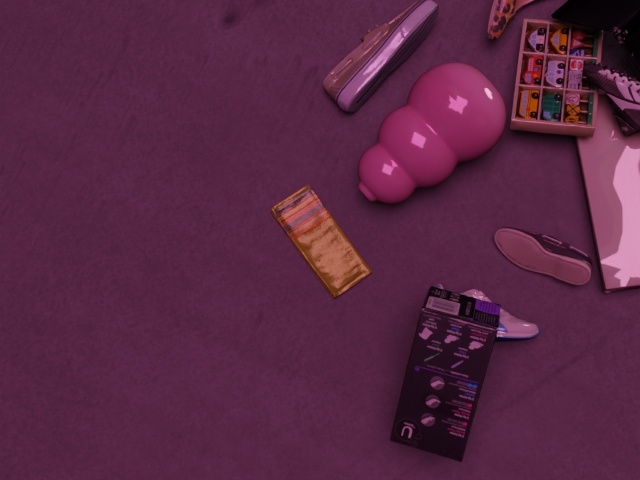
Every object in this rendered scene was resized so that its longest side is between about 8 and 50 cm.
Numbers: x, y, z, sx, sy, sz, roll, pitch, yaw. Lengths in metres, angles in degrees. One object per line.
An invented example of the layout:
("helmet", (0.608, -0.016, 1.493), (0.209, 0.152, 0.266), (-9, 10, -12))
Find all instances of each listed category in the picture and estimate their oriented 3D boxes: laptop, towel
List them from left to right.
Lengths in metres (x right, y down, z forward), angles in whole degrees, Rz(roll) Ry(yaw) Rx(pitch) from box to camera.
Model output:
("towel", (0.000, 0.000, 1.834), (0.102, 0.021, 0.237), (-36, 78, -1))
("laptop", (0.664, -0.446, 1.822), (0.234, 0.136, 0.264), (-41, 97, -18))

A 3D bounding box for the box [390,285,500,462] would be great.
("box", (0.235, 0.246, 1.638), (0.143, 0.165, 0.270), (14, 104, 10))

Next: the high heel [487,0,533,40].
("high heel", (0.469, -0.513, 1.844), (0.186, 0.093, 0.261), (22, 78, 9))

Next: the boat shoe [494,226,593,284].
("boat shoe", (0.455, 0.023, 1.776), (0.206, 0.075, 0.065), (25, 39, 15))

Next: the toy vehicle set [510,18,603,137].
("toy vehicle set", (0.491, -0.340, 1.808), (0.166, 0.035, 0.266), (7, 64, 12))

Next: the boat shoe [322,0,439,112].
("boat shoe", (0.126, -0.410, 1.865), (0.094, 0.109, 0.302), (43, 88, 14))

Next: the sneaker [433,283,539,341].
("sneaker", (0.323, 0.148, 1.739), (0.229, 0.087, 0.092), (11, 78, 6))

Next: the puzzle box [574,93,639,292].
("puzzle box", (0.671, -0.111, 1.760), (0.272, 0.052, 0.408), (-8, 76, 9))

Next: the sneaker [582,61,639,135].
("sneaker", (0.610, -0.264, 1.725), (0.234, 0.078, 0.106), (31, 110, 5))

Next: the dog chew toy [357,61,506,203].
("dog chew toy", (0.213, -0.203, 1.773), (0.332, 0.206, 0.206), (-42, 78, 5))
